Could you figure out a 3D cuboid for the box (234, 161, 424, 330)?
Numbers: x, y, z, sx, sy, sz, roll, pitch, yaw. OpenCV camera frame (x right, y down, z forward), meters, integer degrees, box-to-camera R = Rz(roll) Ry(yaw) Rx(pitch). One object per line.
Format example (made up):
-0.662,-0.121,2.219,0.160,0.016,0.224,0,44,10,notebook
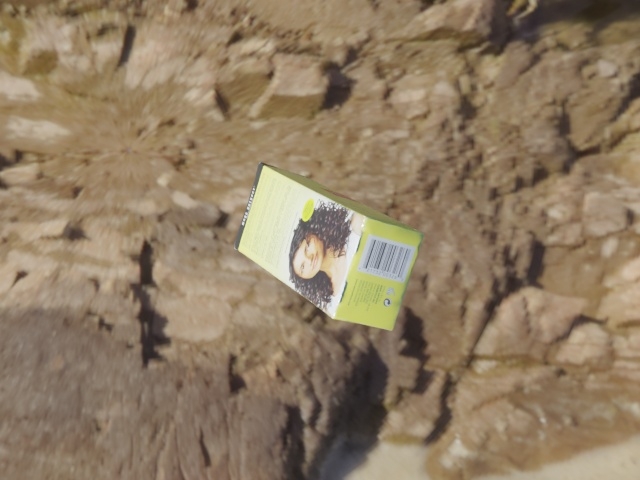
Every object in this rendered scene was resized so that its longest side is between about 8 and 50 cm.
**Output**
0.000,0.000,1.112,0.058,0.232,0.087,15,96,-25,box
